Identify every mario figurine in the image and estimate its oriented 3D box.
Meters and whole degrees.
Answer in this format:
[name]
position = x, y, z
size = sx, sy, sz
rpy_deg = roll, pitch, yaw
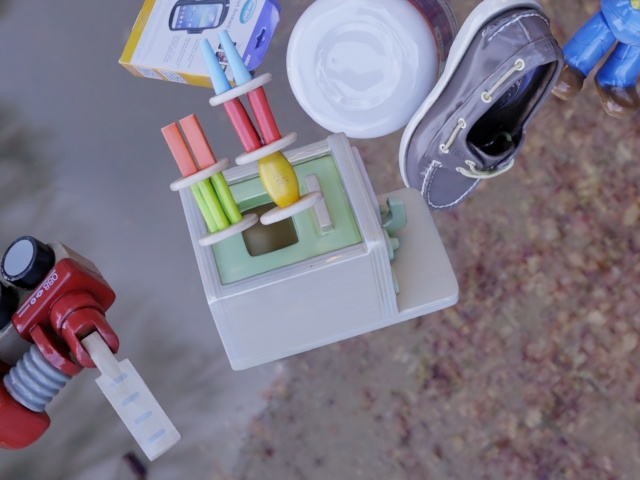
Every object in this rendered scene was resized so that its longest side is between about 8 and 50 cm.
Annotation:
[mario figurine]
position = 0.396, -0.283, 1.634
size = 0.170, 0.198, 0.321
rpy_deg = 52, 136, 28

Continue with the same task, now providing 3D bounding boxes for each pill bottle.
[pill bottle]
position = 0.077, -0.244, 1.721
size = 0.181, 0.323, 0.182
rpy_deg = 3, 106, 12

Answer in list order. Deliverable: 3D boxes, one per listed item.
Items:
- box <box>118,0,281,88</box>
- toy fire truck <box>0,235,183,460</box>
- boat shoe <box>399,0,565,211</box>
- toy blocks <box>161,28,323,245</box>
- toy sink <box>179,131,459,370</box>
[box]
position = -0.092, -0.166, 1.106
size = 0.136, 0.081, 0.028
rpy_deg = 14, 165, 30
[toy fire truck]
position = -0.282, 0.152, 1.461
size = 0.158, 0.217, 0.246
rpy_deg = 39, -175, -46
[boat shoe]
position = 0.177, -0.129, 1.504
size = 0.097, 0.116, 0.324
rpy_deg = 63, 149, 29
[toy blocks]
position = -0.076, -0.080, 1.056
size = 0.123, 0.054, 0.148
rpy_deg = -18, 100, 37
[toy sink]
position = 0.000, 0.000, 1.296
size = 0.131, 0.234, 0.153
rpy_deg = 77, 177, -52
